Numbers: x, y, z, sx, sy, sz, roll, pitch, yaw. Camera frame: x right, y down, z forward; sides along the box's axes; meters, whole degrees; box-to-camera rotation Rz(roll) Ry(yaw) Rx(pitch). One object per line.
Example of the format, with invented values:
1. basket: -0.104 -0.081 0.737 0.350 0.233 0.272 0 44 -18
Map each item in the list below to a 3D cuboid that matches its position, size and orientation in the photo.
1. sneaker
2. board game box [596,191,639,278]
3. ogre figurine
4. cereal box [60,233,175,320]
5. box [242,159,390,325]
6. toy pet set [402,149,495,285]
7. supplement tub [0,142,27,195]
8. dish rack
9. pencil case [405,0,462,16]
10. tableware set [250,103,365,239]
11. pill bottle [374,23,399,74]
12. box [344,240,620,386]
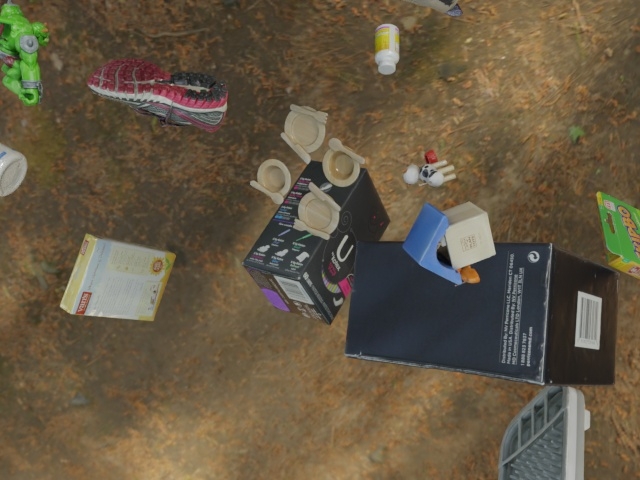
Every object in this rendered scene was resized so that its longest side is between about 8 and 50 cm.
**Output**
1. sneaker: -0.351 -0.302 1.499 0.299 0.121 0.112 14 139 0
2. board game box: 0.531 0.020 1.094 0.259 0.124 0.039 24 138 -19
3. ogre figurine: -0.531 -0.334 1.228 0.096 0.197 0.118 6 131 -23
4. cereal box: -0.447 0.087 1.569 0.047 0.240 0.173 22 92 35
5. box: 0.000 0.000 1.359 0.143 0.270 0.165 12 149 34
6. toy pet set: 0.098 -0.002 0.603 0.065 0.114 0.122 -20 112 -5
7. supplement tub: -0.482 -0.115 0.994 0.107 0.071 0.071 27 119 6
8. dish rack: 0.400 0.438 1.257 0.072 0.333 0.285 21 139 0
9. pencil case: -0.018 -0.367 0.771 0.410 0.183 0.160 11 96 -3
10. tableware set: -0.015 -0.093 0.957 0.141 0.020 0.169 37 119 16
11. pill bottle: 0.118 -0.338 1.240 0.043 0.043 0.083 -10 66 30
12. box: 0.240 0.105 1.018 0.294 0.296 0.183 0 80 38
